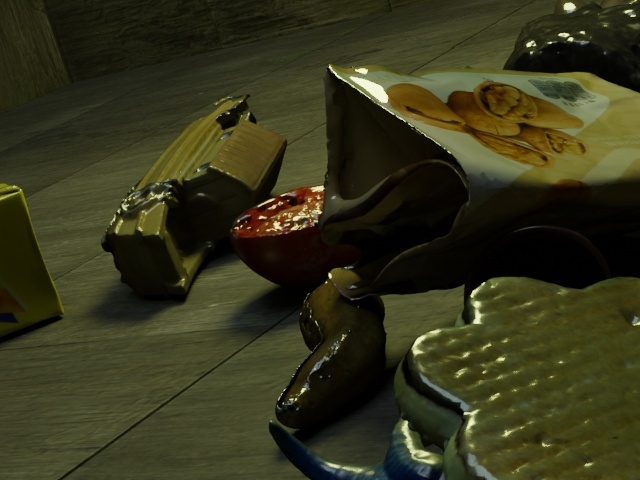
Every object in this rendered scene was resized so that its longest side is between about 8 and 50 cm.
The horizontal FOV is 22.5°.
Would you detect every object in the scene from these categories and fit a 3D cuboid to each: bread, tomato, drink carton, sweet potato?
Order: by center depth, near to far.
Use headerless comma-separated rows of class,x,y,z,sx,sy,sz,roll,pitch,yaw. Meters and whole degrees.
bread,0.159,0.087,0.897,0.287,0.056,0.207,-8,31,-34
sweet potato,0.015,0.086,1.283,0.081,0.062,0.233,-30,14,15
tomato,-0.008,0.001,1.594,0.174,0.082,0.166,-19,17,-25
drink carton,-0.473,0.067,1.745,0.351,0.154,0.111,-21,14,-17

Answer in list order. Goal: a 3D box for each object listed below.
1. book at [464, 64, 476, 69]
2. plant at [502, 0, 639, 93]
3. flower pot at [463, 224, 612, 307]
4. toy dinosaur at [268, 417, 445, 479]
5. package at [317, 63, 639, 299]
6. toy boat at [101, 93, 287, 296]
book,0.217,-0.133,1.794,0.160,0.024,0.228,26,21,4
plant,0.282,-0.155,1.634,0.194,0.181,0.321,-1,14,24
flower pot,0.164,0.042,1.212,0.111,0.111,0.089,-15,-2,7
toy dinosaur,0.074,0.155,0.864,0.248,0.075,0.188,9,16,11
package,0.162,-0.033,1.329,0.311,0.165,0.221,-6,30,-36
toy boat,-0.128,-0.049,1.880,0.162,0.136,0.445,-17,17,19
